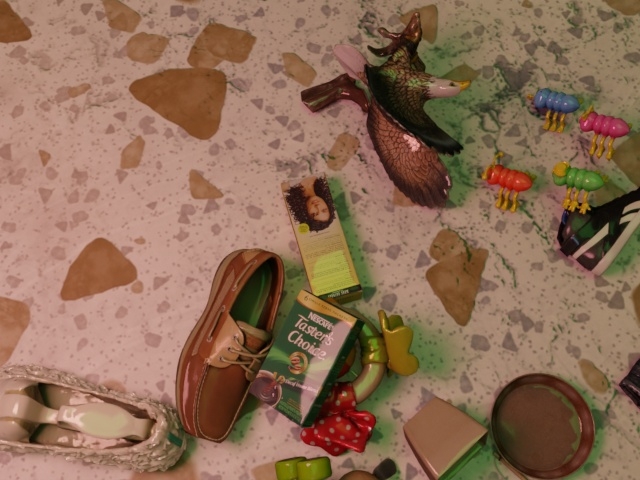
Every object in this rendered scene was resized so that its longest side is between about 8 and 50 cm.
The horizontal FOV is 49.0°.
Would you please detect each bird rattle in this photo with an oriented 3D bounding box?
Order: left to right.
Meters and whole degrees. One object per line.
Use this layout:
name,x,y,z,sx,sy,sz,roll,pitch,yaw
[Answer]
bird rattle,0.037,0.210,1.137,0.207,0.143,0.253,38,89,12

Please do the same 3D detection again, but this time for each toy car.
toy car,0.044,0.401,1.081,0.188,0.149,0.155,-3,77,-30

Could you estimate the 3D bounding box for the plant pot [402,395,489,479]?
plant pot,0.189,0.311,1.105,0.109,0.109,0.096,-40,63,-12

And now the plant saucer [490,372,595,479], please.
plant saucer,0.357,0.301,1.142,0.168,0.029,0.168,0,71,1

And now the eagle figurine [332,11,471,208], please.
eagle figurine,0.149,-0.230,1.206,0.226,0.225,0.298,19,66,-34

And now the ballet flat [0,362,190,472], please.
ballet flat,-0.410,0.270,1.109,0.409,0.147,0.147,7,71,4

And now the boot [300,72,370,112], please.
boot,0.026,-0.263,1.334,0.114,0.037,0.106,-24,59,-11

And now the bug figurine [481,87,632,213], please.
bug figurine,0.424,-0.170,1.254,0.216,0.072,0.279,21,68,36

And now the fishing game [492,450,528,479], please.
fishing game,0.254,0.471,1.072,0.264,0.041,0.189,-40,73,-18

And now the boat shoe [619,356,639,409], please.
boat shoe,0.577,0.269,1.136,0.083,0.065,0.183,-43,69,-11

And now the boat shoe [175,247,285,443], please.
boat shoe,-0.138,0.157,1.128,0.123,0.120,0.324,24,68,-32

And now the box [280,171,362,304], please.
box,0.000,0.000,1.234,0.087,0.058,0.232,-17,72,-4

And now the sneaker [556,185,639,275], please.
sneaker,0.501,-0.054,1.235,0.121,0.079,0.217,37,75,13

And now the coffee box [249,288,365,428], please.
coffee box,-0.022,0.179,1.083,0.113,0.040,0.184,27,87,29
